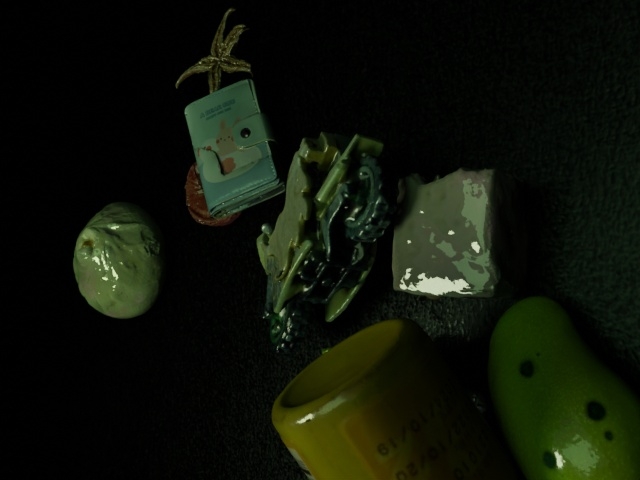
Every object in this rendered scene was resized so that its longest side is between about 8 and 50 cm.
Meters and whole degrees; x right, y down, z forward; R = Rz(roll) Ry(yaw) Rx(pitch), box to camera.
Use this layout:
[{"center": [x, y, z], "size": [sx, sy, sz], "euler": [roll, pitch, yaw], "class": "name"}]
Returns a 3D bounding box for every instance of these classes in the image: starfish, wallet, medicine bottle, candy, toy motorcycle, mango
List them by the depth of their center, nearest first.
[{"center": [0.303, 0.207, 0.800], "size": [0.175, 0.143, 0.293], "euler": [-42, 50, 30], "class": "mango"}, {"center": [0.129, 0.308, 0.804], "size": [0.224, 0.224, 0.384], "euler": [-32, 93, 36], "class": "medicine bottle"}, {"center": [0.195, -0.003, 0.918], "size": [0.185, 0.137, 0.195], "euler": [1, 88, 42], "class": "candy"}, {"center": [0.000, 0.000, 1.045], "size": [0.410, 0.168, 0.237], "euler": [-56, 33, 37], "class": "toy motorcycle"}, {"center": [-0.170, -0.186, 1.278], "size": [0.176, 0.075, 0.250], "euler": [-22, 69, 13], "class": "wallet"}, {"center": [-0.224, -0.394, 1.398], "size": [0.238, 0.057, 0.213], "euler": [-17, 67, 36], "class": "starfish"}]

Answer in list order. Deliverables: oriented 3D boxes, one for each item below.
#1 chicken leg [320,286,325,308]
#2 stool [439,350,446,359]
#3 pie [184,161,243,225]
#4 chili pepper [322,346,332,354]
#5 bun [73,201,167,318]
[{"center": [0.004, 0.095, 1.160], "size": [0.036, 0.021, 0.083], "euler": [-52, 47, 36], "class": "chicken leg"}, {"center": [0.119, 0.216, 0.981], "size": [0.135, 0.110, 0.134], "euler": [-51, 54, 27], "class": "stool"}, {"center": [-0.217, -0.117, 1.361], "size": [0.182, 0.049, 0.182], "euler": [-7, 78, 37], "class": "pie"}, {"center": [0.033, 0.207, 1.124], "size": [0.083, 0.017, 0.030], "euler": [23, 110, 43], "class": "chili pepper"}, {"center": [-0.497, 0.049, 1.515], "size": [0.283, 0.179, 0.283], "euler": [-2, 87, 43], "class": "bun"}]
